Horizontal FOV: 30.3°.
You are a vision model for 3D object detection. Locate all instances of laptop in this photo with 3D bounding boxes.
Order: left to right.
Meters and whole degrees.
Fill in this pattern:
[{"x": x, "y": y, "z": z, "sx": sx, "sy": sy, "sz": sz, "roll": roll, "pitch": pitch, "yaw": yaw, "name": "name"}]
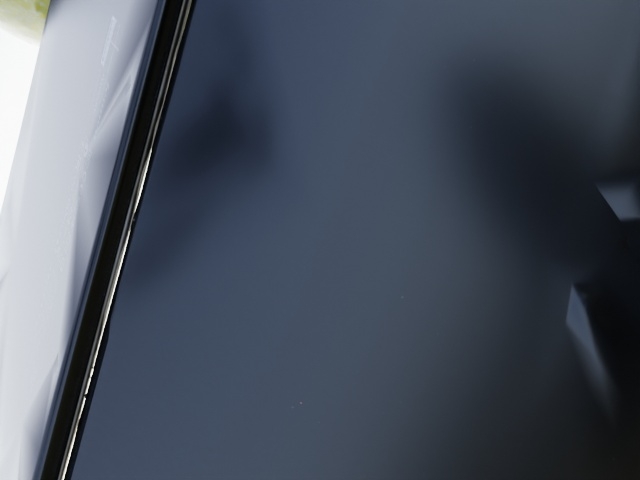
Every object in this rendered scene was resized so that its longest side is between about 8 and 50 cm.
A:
[{"x": 0.000, "y": 0.000, "z": 0.546, "sx": 0.408, "sy": 0.236, "sz": 0.382, "roll": -132, "pitch": 56, "yaw": -61, "name": "laptop"}]

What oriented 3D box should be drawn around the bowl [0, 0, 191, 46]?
[{"x": -0.154, "y": -0.242, "z": 0.822, "sx": 0.156, "sy": 0.289, "sz": 0.290, "roll": -110, "pitch": 28, "yaw": -55, "name": "bowl"}]
